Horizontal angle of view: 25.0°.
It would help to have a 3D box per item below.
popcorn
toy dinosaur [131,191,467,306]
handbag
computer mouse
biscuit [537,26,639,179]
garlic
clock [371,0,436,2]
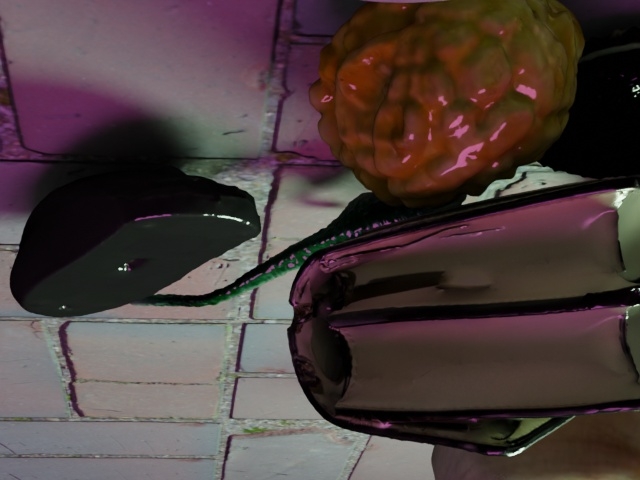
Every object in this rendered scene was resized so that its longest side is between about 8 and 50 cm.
[{"bbox_3d":[0.085,-0.097,0.926,0.180,0.170,0.180,-1,139,-1],"label":"popcorn"},{"bbox_3d":[0.024,0.011,1.237,0.383,0.076,0.129,-30,152,25],"label":"toy dinosaur"},{"bbox_3d":[0.156,0.043,1.023,0.236,0.160,0.358,-6,180,25],"label":"handbag"},{"bbox_3d":[-0.163,-0.012,1.188,0.137,0.086,0.269,4,159,-40],"label":"computer mouse"},{"bbox_3d":[0.234,-0.098,1.047,0.194,0.053,0.194,-2,158,-1],"label":"biscuit"},{"bbox_3d":[0.281,0.239,1.640,0.340,0.246,0.231,-33,156,27],"label":"garlic"},{"bbox_3d":[0.052,-0.213,0.686,0.324,0.109,0.265,-10,157,22],"label":"clock"}]
